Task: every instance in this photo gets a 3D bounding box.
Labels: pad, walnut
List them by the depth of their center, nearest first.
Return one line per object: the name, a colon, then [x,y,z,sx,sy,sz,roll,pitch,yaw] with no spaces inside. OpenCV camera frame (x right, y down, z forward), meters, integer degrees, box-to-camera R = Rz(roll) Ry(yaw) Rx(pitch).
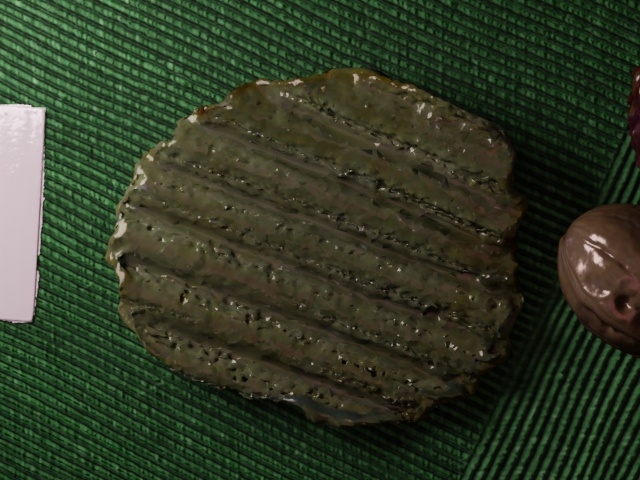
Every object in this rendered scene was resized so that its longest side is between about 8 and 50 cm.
walnut: [0.303,0.037,1.735,0.162,0.140,0.140,27,97,-3]
pad: [-0.367,-0.033,1.928,0.156,0.004,0.232,5,93,11]

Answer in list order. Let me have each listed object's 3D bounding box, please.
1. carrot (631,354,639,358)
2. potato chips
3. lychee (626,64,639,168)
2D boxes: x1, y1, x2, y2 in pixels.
carrot: [0.339,0.110,1.784,0.093,0.032,0.032,14,95,13]
potato chips: [0.000,0.000,1.826,0.429,0.070,0.358,19,98,10]
lychee: [0.415,-0.091,1.664,0.271,0.271,0.271,0,92,11]
